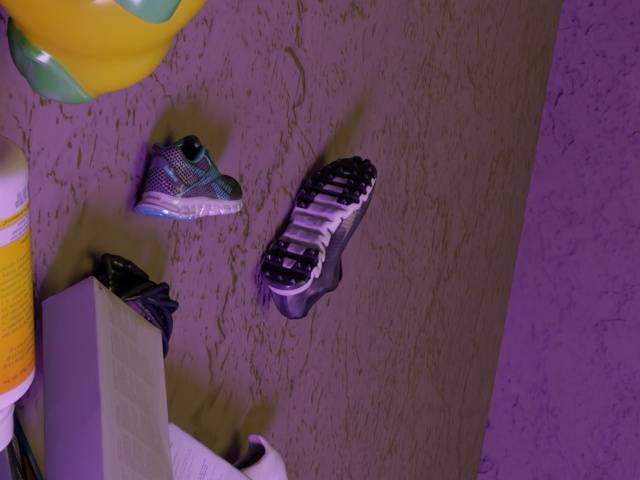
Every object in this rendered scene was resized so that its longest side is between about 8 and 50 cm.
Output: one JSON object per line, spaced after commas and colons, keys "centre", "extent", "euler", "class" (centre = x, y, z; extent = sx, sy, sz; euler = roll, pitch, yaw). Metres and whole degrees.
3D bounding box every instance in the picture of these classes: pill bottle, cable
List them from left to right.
{"centre": [-0.251, 0.040, 1.016], "extent": [0.117, 0.117, 0.215], "euler": [-45, 142, -58], "class": "pill bottle"}
{"centre": [-0.181, 0.100, 1.365], "extent": [0.184, 0.047, 0.150], "euler": [55, 50, -66], "class": "cable"}

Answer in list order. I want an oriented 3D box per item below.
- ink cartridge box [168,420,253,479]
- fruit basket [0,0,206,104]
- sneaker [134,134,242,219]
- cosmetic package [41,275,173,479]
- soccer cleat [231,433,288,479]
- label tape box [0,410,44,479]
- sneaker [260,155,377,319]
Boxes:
{"centre": [-0.185, 0.344, 1.465], "extent": [0.330, 0.071, 0.324], "euler": [50, 54, -59], "class": "ink cartridge box"}
{"centre": [-0.142, -0.271, 0.977], "extent": [0.283, 0.392, 0.392], "euler": [42, 49, -16], "class": "fruit basket"}
{"centre": [-0.117, -0.062, 1.434], "extent": [0.166, 0.065, 0.076], "euler": [-14, 111, -71], "class": "sneaker"}
{"centre": [-0.168, 0.153, 1.191], "extent": [0.099, 0.060, 0.239], "euler": [48, 24, -45], "class": "cosmetic package"}
{"centre": [-0.104, 0.301, 1.698], "extent": [0.076, 0.068, 0.196], "euler": [60, 44, -24], "class": "soccer cleat"}
{"centre": [-0.245, 0.291, 1.138], "extent": [0.249, 0.115, 0.347], "euler": [81, -11, -45], "class": "label tape box"}
{"centre": [0.000, 0.000, 1.788], "extent": [0.106, 0.078, 0.234], "euler": [85, 29, -47], "class": "sneaker"}
